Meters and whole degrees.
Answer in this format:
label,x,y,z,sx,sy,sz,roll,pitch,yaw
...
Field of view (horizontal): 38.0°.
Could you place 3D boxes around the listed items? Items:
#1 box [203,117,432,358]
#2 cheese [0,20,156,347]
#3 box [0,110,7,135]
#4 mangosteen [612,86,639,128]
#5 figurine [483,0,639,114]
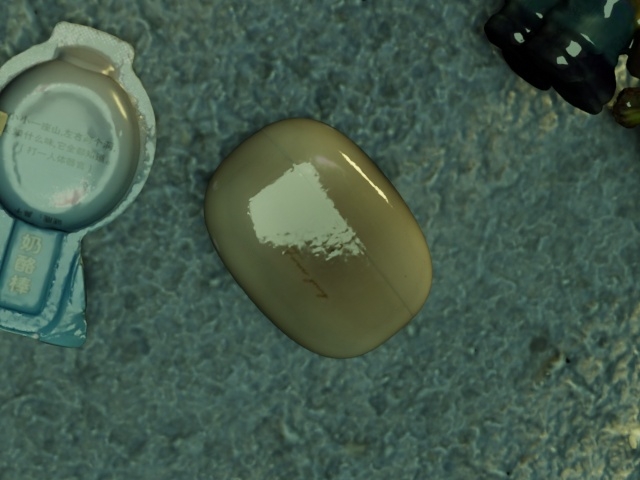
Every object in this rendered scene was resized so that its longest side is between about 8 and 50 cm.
label,x,y,z,sx,sy,sz,roll,pitch,yaw
box,0.000,0.000,0.741,0.146,0.088,0.200,-39,108,-1
cheese,-0.205,-0.042,0.706,0.135,0.052,0.244,17,98,-13
box,-0.340,-0.009,0.651,0.155,0.067,0.242,25,96,2
mangosteen,0.353,-0.095,0.764,0.217,0.192,0.192,14,99,9
figurine,0.268,-0.264,0.702,0.332,0.185,0.204,-38,130,-4
